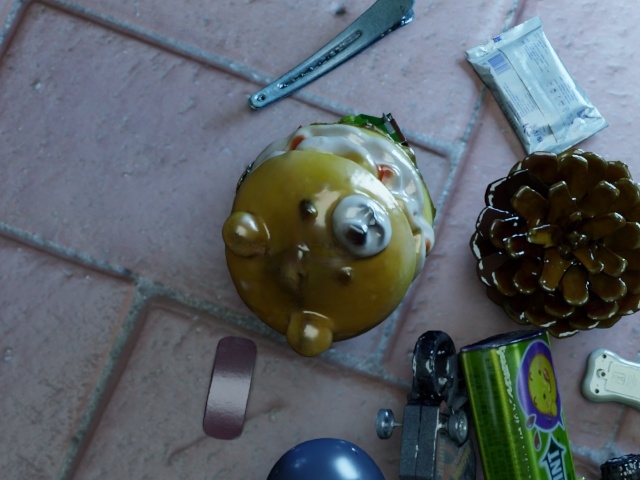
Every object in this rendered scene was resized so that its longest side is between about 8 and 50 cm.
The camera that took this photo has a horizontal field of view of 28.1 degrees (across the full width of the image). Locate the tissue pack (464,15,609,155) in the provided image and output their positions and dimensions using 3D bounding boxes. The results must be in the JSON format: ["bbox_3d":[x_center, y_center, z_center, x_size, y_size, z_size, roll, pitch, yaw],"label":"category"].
[{"bbox_3d":[0.303,-0.212,1.793,0.123,0.026,0.193,-28,79,-8],"label":"tissue pack"}]

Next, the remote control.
[{"bbox_3d":[0.410,0.190,1.700,0.122,0.032,0.074,16,77,2],"label":"remote control"}]

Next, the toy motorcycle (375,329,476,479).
[{"bbox_3d":[0.149,0.269,1.610,0.108,0.173,0.307,-2,69,27],"label":"toy motorcycle"}]

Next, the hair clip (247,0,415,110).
[{"bbox_3d":[0.017,-0.258,1.781,0.275,0.083,0.048,-37,86,-2],"label":"hair clip"}]

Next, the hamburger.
[{"bbox_3d":[0.000,0.000,1.578,0.276,0.237,0.276,7,113,18],"label":"hamburger"}]

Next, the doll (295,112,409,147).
[{"bbox_3d":[0.039,-0.102,1.716,0.186,0.106,0.134,0,74,14],"label":"doll"}]

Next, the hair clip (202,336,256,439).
[{"bbox_3d":[-0.120,0.193,1.684,0.054,0.022,0.137,11,77,-3],"label":"hair clip"}]

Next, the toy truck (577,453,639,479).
[{"bbox_3d":[0.463,0.318,1.632,0.286,0.111,0.136,-14,84,-7],"label":"toy truck"}]

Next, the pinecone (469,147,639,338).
[{"bbox_3d":[0.319,-0.004,1.631,0.264,0.264,0.264,0,77,-2],"label":"pinecone"}]

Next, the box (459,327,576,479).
[{"bbox_3d":[0.260,0.288,1.567,0.097,0.134,0.345,-11,89,34],"label":"box"}]

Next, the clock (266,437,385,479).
[{"bbox_3d":[-0.031,0.334,1.539,0.243,0.200,0.146,-34,63,28],"label":"clock"}]
